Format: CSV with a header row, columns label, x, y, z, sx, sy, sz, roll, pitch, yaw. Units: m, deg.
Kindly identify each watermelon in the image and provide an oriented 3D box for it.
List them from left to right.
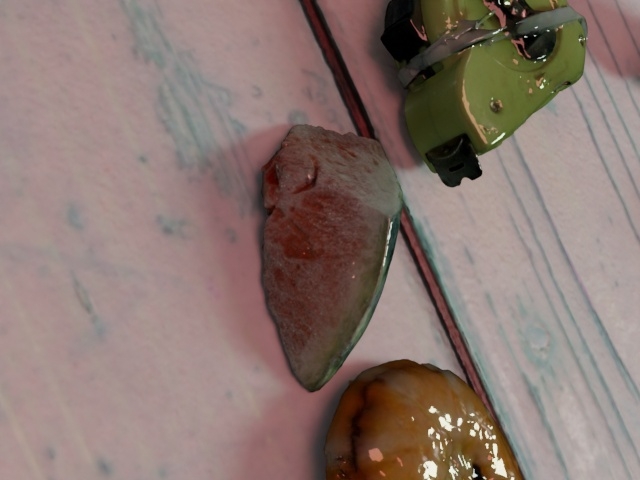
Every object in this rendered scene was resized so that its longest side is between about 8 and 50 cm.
label,x,y,z,sx,sy,sz,roll,pitch,yaw
watermelon,0.009,0.003,0.577,0.094,0.081,0.180,-1,71,-4

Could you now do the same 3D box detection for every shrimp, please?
label,x,y,z,sx,sy,sz,roll,pitch,yaw
shrimp,0.100,0.207,0.574,0.152,0.063,0.287,-28,91,-44

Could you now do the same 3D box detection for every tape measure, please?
label,x,y,z,sx,sy,sz,roll,pitch,yaw
tape measure,0.121,-0.149,0.656,0.177,0.087,0.154,-37,96,-34
